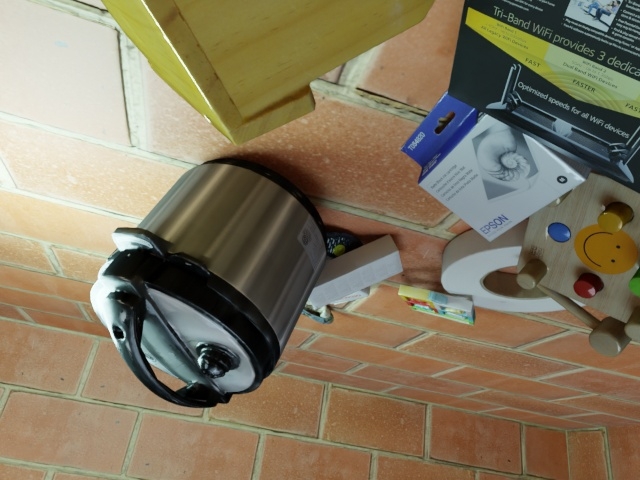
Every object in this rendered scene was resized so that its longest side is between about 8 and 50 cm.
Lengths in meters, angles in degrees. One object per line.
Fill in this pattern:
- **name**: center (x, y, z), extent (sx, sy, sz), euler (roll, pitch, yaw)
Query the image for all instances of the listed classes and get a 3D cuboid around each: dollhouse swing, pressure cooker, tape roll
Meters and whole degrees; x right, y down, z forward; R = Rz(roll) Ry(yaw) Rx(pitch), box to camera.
- **dollhouse swing**: center (-0.088, -0.340, 0.510), extent (0.315, 0.305, 0.347), euler (43, 171, 31)
- **pressure cooker**: center (-0.213, 0.090, 0.929), extent (0.370, 0.420, 0.375), euler (34, 140, -10)
- **tape roll**: center (0.482, 0.073, 1.139), extent (0.392, 0.072, 0.392), euler (7, 154, 3)

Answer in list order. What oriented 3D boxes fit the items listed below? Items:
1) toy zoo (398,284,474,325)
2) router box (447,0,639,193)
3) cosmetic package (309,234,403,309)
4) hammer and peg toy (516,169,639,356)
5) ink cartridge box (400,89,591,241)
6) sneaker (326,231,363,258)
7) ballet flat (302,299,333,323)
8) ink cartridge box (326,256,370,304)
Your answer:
- **toy zoo**: center (0.326, 0.177, 1.341), extent (0.192, 0.030, 0.293), euler (12, 167, 23)
- **router box**: center (0.293, -0.192, 0.494), extent (0.309, 0.081, 0.243), euler (36, 162, 21)
- **cosmetic package**: center (0.074, 0.077, 1.169), extent (0.239, 0.060, 0.099), euler (-24, 142, 0)
- **hammer and peg toy**: center (0.461, 0.050, 0.826), extent (0.266, 0.127, 0.361), euler (29, 140, 33)
- **ink cartridge box**: center (0.248, -0.120, 0.749), extent (0.224, 0.045, 0.223), euler (39, 151, 2)
- **sneaker**: center (0.000, 0.000, 1.174), extent (0.209, 0.082, 0.069), euler (3, 114, -19)
- **ballet flat**: center (-0.016, 0.232, 1.633), extent (0.188, 0.070, 0.070), euler (22, 151, -31)
- **ink cartridge box**: center (0.018, 0.091, 1.306), extent (0.148, 0.085, 0.203), euler (-18, 143, 41)
